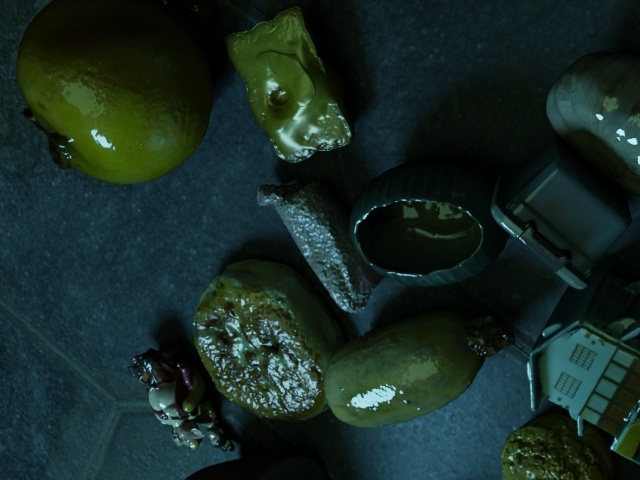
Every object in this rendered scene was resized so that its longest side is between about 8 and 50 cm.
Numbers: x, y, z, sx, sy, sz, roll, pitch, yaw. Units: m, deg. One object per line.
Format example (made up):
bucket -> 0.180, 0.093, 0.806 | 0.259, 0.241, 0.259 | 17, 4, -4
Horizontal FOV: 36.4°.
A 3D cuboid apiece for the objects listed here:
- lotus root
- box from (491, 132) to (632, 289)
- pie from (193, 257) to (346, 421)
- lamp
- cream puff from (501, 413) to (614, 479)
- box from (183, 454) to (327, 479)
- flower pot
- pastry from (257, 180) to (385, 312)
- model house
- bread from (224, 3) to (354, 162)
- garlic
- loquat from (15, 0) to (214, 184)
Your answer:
lotus root -> 0.147, 0.191, 1.533 | 0.343, 0.169, 0.151 | -29, 99, 36
box -> 0.321, -0.044, 1.309 | 0.162, 0.227, 0.130 | 41, 112, -1
pie -> -0.100, 0.186, 1.730 | 0.315, 0.092, 0.315 | 12, 116, 26
lamp -> -0.265, 0.317, 1.864 | 0.118, 0.118, 0.253 | -26, 93, 35
cream puff -> 0.361, 0.365, 1.502 | 0.189, 0.129, 0.189 | 11, 112, 30
box -> -0.134, 0.531, 1.772 | 0.216, 0.301, 0.301 | -4, 107, 40
flower pot -> 0.163, -0.027, 1.449 | 0.243, 0.157, 0.189 | 0, 107, 32
pastry -> 0.007, -0.010, 1.584 | 0.265, 0.103, 0.112 | 47, 118, 4
model house -> 0.413, 0.156, 1.339 | 0.215, 0.224, 0.198 | 30, 123, 14
bread -> -0.038, -0.244, 1.530 | 0.161, 0.088, 0.233 | -11, 105, 38
garlic -> 0.422, -0.182, 1.247 | 0.218, 0.218, 0.212 | 38, 85, 13
loquat -> -0.310, -0.265, 1.562 | 0.328, 0.359, 0.328 | 42, 168, 11
